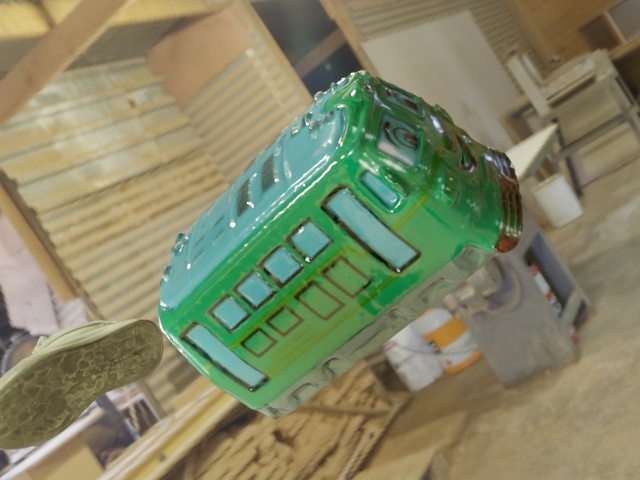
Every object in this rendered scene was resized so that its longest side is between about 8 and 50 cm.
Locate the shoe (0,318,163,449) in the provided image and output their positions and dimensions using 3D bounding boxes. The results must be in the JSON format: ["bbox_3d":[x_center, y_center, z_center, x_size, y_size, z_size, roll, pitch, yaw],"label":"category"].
[{"bbox_3d":[-0.406,0.202,1.275,0.159,0.124,0.316,8,23,43],"label":"shoe"}]

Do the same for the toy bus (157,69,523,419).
[{"bbox_3d":[0.000,0.000,0.794,0.343,0.199,0.184,-42,23,29],"label":"toy bus"}]
